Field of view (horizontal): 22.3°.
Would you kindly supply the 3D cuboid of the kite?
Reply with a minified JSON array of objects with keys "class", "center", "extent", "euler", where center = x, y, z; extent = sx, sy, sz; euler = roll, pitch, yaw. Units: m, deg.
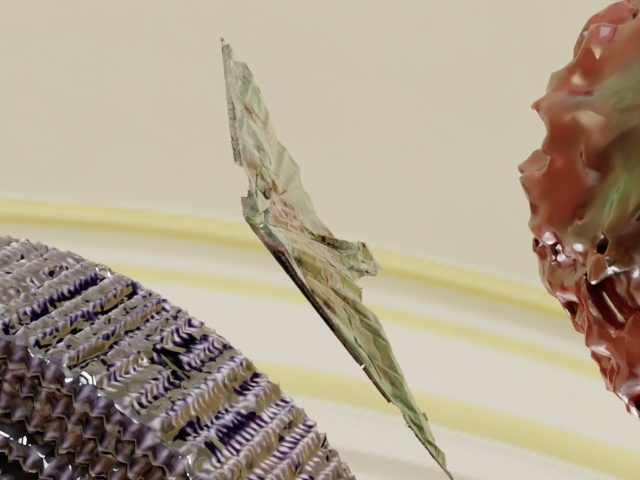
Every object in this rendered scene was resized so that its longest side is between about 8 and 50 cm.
[{"class":"kite","center":[0.000,0.000,0.985],"extent":[0.013,0.323,0.268],"euler":[-30,-15,11]}]

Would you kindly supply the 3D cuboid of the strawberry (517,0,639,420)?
[{"class":"strawberry","center":[0.110,-0.009,0.339],"extent":[0.145,0.145,0.086],"euler":[-27,-20,12]}]

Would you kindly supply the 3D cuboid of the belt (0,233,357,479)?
[{"class":"belt","center":[-0.115,0.141,0.619],"extent":[0.325,0.122,0.260],"euler":[34,-68,8]}]
